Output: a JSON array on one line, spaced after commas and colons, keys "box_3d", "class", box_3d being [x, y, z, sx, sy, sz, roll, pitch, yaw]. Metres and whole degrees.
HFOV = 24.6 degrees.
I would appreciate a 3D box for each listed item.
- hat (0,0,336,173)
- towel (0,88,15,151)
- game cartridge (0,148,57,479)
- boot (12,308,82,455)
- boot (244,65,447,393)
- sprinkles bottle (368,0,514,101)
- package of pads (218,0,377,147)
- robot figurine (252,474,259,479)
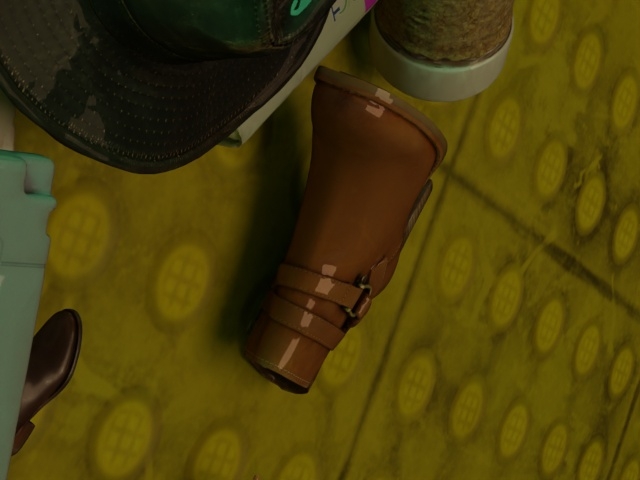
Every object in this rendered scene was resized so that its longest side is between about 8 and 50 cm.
[{"box_3d": [-0.043, -0.192, 0.851, 0.331, 0.134, 0.331, -20, 117, -45], "class": "hat"}, {"box_3d": [-0.308, 0.053, 0.819, 0.331, 0.053, 0.317, -19, 119, -50], "class": "towel"}, {"box_3d": [-0.255, 0.087, 0.789, 0.196, 0.060, 0.294, 5, 100, -47], "class": "game cartridge"}, {"box_3d": [-0.206, 0.073, 0.894, 0.114, 0.037, 0.106, 36, 76, -49], "class": "boot"}, {"box_3d": [0.000, 0.000, 1.167, 0.220, 0.109, 0.283, -58, 169, -13], "class": "boot"}, {"box_3d": [0.109, -0.257, 1.124, 0.121, 0.121, 0.355, -53, 164, -28], "class": "sprinkles bottle"}, {"box_3d": [-0.064, -0.239, 1.010, 0.229, 0.101, 0.297, -49, 138, -32], "class": "package of pads"}, {"box_3d": [-0.082, 0.300, 1.174, 0.219, 0.158, 0.128, -57, 171, -23], "class": "robot figurine"}]
